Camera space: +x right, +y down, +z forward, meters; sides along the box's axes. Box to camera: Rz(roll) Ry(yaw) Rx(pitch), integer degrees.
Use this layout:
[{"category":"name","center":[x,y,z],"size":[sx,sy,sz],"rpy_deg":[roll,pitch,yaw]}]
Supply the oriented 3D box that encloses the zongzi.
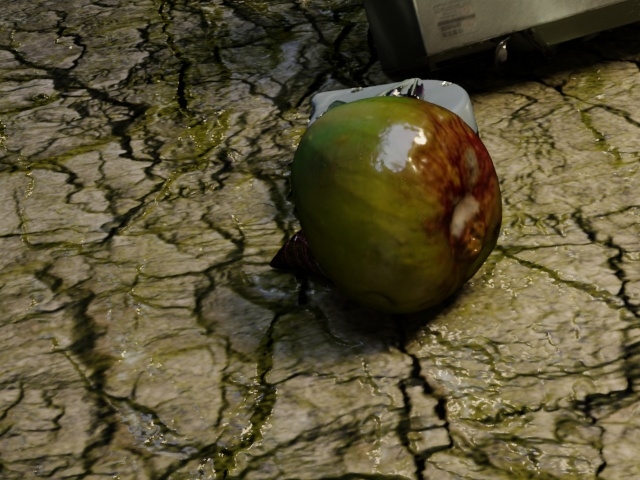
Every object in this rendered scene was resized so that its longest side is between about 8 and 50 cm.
[{"category":"zongzi","center":[0.000,0.000,1.356],"size":[0.073,0.067,0.083],"rpy_deg":[-38,21,-35]}]

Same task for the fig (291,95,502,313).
[{"category":"fig","center":[0.059,-0.037,1.250],"size":[0.181,0.181,0.191],"rpy_deg":[-28,50,-34]}]

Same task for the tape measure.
[{"category":"tape measure","center":[0.070,-0.102,1.482],"size":[0.181,0.107,0.182],"rpy_deg":[-12,22,10]}]

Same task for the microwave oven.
[{"category":"microwave oven","center":[0.261,-0.399,1.728],"size":[0.432,0.374,0.236],"rpy_deg":[-16,4,-9]}]
